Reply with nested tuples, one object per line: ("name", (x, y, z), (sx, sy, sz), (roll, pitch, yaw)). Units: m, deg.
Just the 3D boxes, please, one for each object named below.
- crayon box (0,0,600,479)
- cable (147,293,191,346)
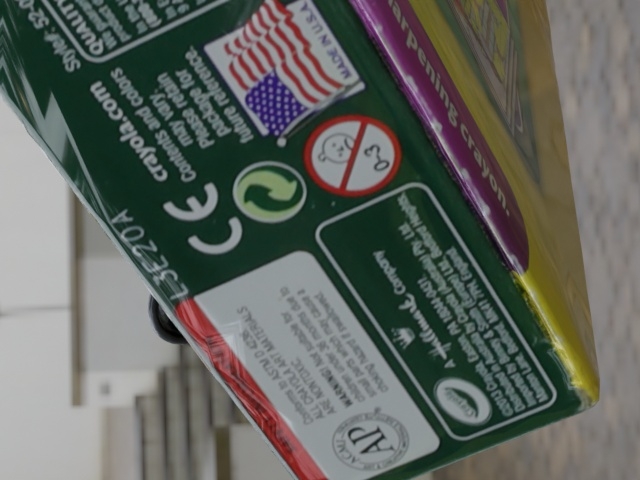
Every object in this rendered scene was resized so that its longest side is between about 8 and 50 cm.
("crayon box", (-0.043, -0.154, 0.569), (0.363, 0.106, 0.313), (56, -160, -31))
("cable", (0.000, 0.000, 0.897), (0.047, 0.184, 0.150), (60, 159, 7))
